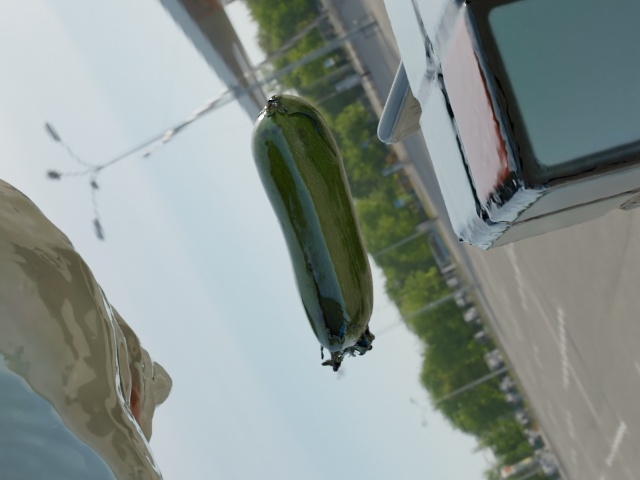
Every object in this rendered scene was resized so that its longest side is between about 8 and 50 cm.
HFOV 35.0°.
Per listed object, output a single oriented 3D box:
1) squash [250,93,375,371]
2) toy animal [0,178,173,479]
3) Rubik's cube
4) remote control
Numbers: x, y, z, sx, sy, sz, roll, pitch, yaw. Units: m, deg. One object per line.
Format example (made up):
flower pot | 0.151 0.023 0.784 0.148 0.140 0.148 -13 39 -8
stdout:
squash | 0.000 0.000 0.595 0.052 0.052 0.184 -107 2 -62
toy animal | -0.203 0.047 0.479 0.188 0.307 0.266 -78 -2 -57
Rubik's cube | 0.140 -0.110 0.504 0.167 0.183 0.180 89 167 -80
remote control | 0.101 -0.199 0.840 0.029 0.261 0.067 33 -145 22
